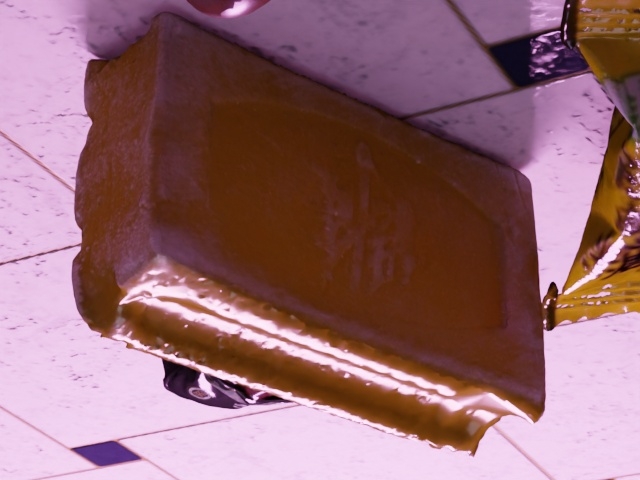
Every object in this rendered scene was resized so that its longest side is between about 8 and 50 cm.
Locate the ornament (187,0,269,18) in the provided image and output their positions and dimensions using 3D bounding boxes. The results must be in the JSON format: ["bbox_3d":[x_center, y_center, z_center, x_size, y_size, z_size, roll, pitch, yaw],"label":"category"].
[{"bbox_3d":[0.027,-0.222,0.699,0.217,0.221,0.235,-23,131,-34],"label":"ornament"}]

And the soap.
[{"bbox_3d":[0.000,0.000,1.166,0.315,0.199,0.091,23,140,-32],"label":"soap"}]

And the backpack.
[{"bbox_3d":[-0.051,0.075,1.394,0.120,0.106,0.165,13,146,-29],"label":"backpack"}]

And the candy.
[{"bbox_3d":[0.233,-0.047,1.170,0.187,0.081,0.297,-3,140,-2],"label":"candy"}]
